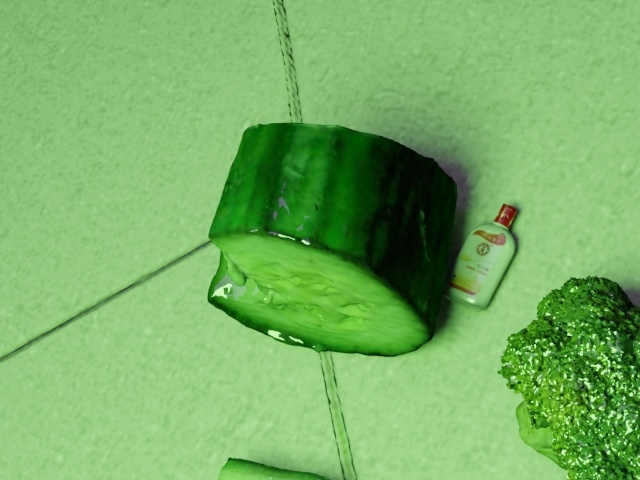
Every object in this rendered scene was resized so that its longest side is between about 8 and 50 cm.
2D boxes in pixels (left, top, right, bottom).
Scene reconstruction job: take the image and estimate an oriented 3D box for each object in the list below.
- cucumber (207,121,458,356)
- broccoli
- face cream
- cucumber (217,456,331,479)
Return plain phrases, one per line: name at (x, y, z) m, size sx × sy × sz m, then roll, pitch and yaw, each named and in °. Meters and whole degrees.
cucumber at (0.009, 0.000, 0.987) m, size 0.191 × 0.191 × 0.130 m, roll -2°, pitch 67°, yaw 25°
broccoli at (0.189, 0.097, 0.886) m, size 0.138 × 0.145 × 0.162 m, roll -33°, pitch 71°, yaw 48°
face cream at (0.124, 0.011, 1.015) m, size 0.040 × 0.021 × 0.083 m, roll 22°, pitch 78°, yaw 31°
cucumber at (-0.035, 0.226, 0.972) m, size 0.115 × 0.062 × 0.116 m, roll 7°, pitch 64°, yaw 27°
